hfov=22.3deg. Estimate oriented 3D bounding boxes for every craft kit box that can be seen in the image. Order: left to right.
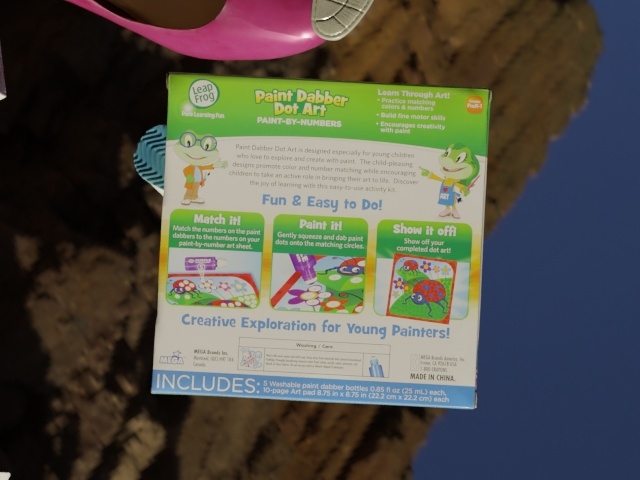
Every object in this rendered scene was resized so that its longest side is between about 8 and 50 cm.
[{"bbox_3d":[0.000,0.000,1.244,0.250,0.061,0.247,4,-90,1],"label":"craft kit box"}]

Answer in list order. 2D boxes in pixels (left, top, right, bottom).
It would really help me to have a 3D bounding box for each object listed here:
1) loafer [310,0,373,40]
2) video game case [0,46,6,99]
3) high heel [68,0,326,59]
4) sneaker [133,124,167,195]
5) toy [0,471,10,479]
[{"bbox_3d":[0.028,-0.206,1.210,0.045,0.039,0.125,19,-89,6],"label":"loafer"},{"bbox_3d":[-0.350,-0.192,1.562,0.011,0.122,0.087,-20,-112,25],"label":"video game case"},{"bbox_3d":[-0.176,-0.249,1.464,0.377,0.181,0.127,14,-87,12],"label":"high heel"},{"bbox_3d":[-0.082,-0.037,1.659,0.228,0.092,0.087,39,-87,9],"label":"sneaker"},{"bbox_3d":[-0.407,0.276,1.581,0.137,0.237,0.056,4,-135,-31],"label":"toy"}]
